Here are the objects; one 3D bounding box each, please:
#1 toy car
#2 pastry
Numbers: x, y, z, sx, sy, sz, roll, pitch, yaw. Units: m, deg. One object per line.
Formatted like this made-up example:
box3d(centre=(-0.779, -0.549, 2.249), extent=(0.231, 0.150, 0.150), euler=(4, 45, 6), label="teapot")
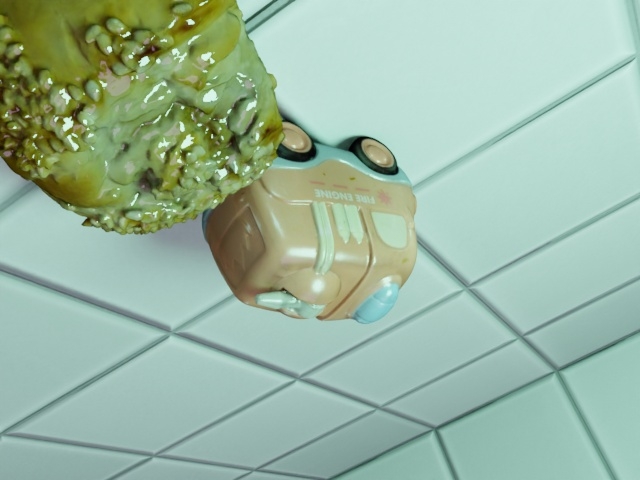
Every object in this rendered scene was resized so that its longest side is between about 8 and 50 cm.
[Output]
box3d(centre=(0.000, 0.000, 0.827), extent=(0.271, 0.212, 0.180), euler=(5, 140, -35), label="toy car")
box3d(centre=(-0.163, -0.112, 0.620), extent=(0.255, 0.161, 0.311), euler=(-23, 147, 8), label="pastry")
